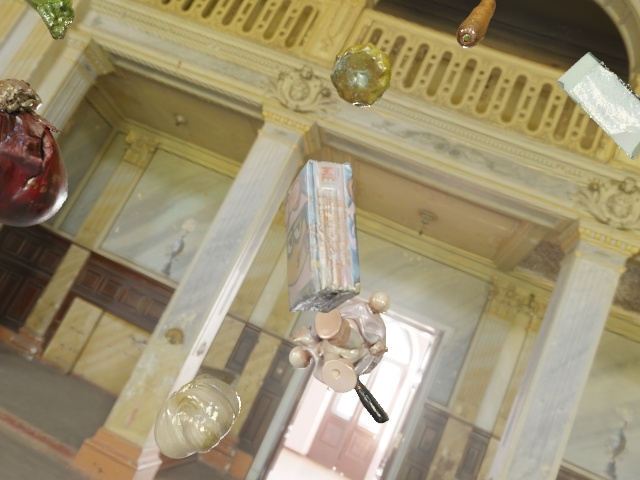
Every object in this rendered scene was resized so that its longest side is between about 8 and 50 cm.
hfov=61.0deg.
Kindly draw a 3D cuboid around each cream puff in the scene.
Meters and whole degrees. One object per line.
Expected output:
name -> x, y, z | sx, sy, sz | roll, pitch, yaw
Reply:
cream puff -> 0.098, -0.368, 1.216 | 0.146, 0.146, 0.116 | 21, 22, 17

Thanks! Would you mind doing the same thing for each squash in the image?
squash -> -0.450, -0.409, 0.909 | 0.132, 0.105, 0.105 | 57, -18, -3

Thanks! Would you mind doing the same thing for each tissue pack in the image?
tissue pack -> 0.000, 0.000, 0.631 | 0.065, 0.155, 0.115 | 4, -19, -18

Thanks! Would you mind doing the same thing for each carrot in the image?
carrot -> 0.364, -0.506, 1.245 | 0.059, 0.248, 0.059 | 18, -42, 17

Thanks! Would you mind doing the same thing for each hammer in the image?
hammer -> 0.080, 0.347, 1.403 | 0.290, 0.037, 0.137 | 53, 17, 8

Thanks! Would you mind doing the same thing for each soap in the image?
soap -> 0.613, -0.280, 1.139 | 0.145, 0.091, 0.230 | 3, 48, -53

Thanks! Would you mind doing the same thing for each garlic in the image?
garlic -> -0.302, 0.422, 1.320 | 0.152, 0.228, 0.228 | 54, -20, -10

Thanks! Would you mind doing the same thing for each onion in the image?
onion -> -0.596, -0.144, 0.999 | 0.281, 0.281, 0.221 | 32, 11, -25

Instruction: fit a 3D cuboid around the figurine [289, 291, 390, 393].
figurine -> 0.042, 0.167, 0.886 | 0.133, 0.200, 0.276 | 54, 6, 8
